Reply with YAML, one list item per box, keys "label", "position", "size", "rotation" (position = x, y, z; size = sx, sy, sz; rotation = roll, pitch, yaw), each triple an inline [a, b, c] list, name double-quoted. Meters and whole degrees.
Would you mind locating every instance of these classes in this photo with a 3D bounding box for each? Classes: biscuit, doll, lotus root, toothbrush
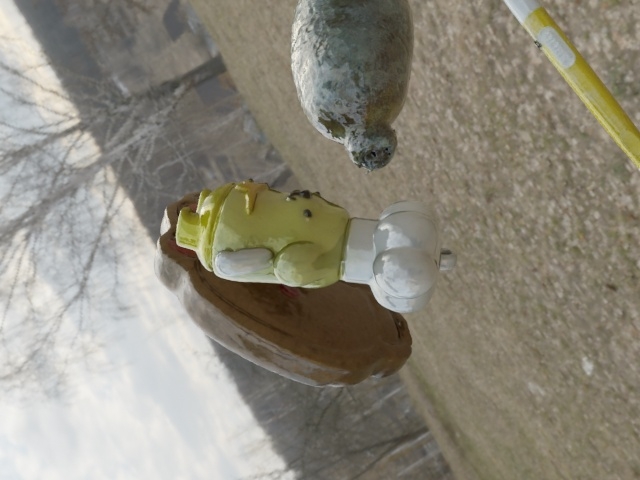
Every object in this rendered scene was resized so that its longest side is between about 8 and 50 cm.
- label: "biscuit"
  position: [-0.043, 0.042, 0.925]
  size: [0.359, 0.074, 0.381]
  rotation: [27, -153, -5]
- label: "doll"
  position: [0.000, 0.000, 0.416]
  size: [0.106, 0.162, 0.062]
  rotation: [-70, -11, -67]
- label: "lotus root"
  position: [0.044, -0.252, 0.945]
  size: [0.175, 0.175, 0.350]
  rotation: [67, -162, -54]
- label: "toothbrush"
  position: [0.214, -0.072, 0.485]
  size: [0.288, 0.021, 0.024]
  rotation: [57, -157, 12]
